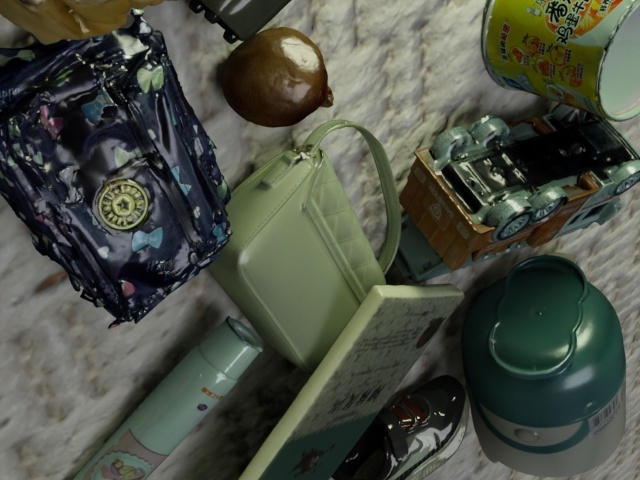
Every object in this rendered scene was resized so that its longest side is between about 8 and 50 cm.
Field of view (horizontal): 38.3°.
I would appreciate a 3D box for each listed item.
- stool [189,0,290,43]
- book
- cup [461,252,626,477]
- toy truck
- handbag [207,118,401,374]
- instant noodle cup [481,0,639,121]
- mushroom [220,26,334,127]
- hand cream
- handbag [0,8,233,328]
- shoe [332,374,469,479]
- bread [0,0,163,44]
[{"bbox_3d":[-0.059,-0.217,0.724,0.110,0.096,0.096,-49,140,1],"label":"stool"},{"bbox_3d":[0.014,0.205,1.076,0.379,0.031,0.264,-57,157,14],"label":"book"},{"bbox_3d":[0.318,0.154,1.286,0.257,0.219,0.289,72,34,-45],"label":"cup"},{"bbox_3d":[0.244,-0.054,1.105,0.338,0.133,0.184,-17,151,-33],"label":"toy truck"},{"bbox_3d":[0.000,0.000,0.958,0.219,0.079,0.256,-48,141,-17],"label":"handbag"},{"bbox_3d":[0.302,-0.233,1.010,0.205,0.153,0.205,-26,134,-30],"label":"instant noodle cup"},{"bbox_3d":[-0.023,-0.143,0.829,0.129,0.073,0.088,3,90,-46],"label":"mushroom"},{"bbox_3d":[-0.188,0.210,0.948,0.331,0.058,0.085,-45,147,8],"label":"hand cream"},{"bbox_3d":[-0.164,-0.054,0.730,0.162,0.113,0.260,-41,132,-23],"label":"handbag"},{"bbox_3d":[0.105,0.272,1.245,0.227,0.099,0.112,-53,133,2],"label":"shoe"},{"bbox_3d":[-0.147,-0.237,0.531,0.184,0.211,0.224,-34,143,-11],"label":"bread"}]
